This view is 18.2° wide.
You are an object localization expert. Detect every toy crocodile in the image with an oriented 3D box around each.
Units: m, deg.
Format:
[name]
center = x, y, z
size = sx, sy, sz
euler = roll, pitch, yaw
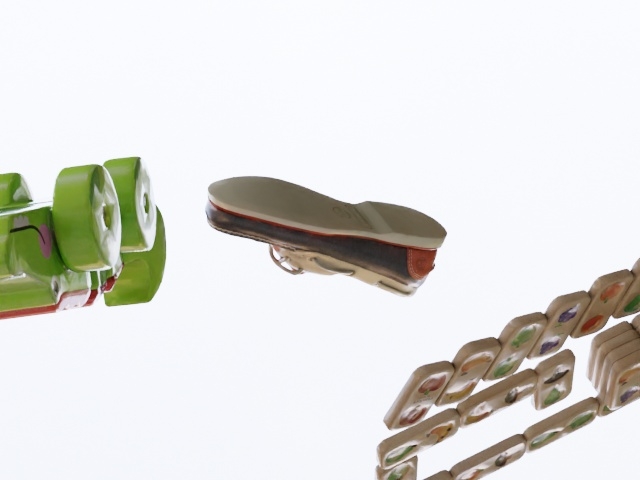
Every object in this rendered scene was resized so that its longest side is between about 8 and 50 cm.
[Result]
[toy crocodile]
center = -0.174, 0.006, 1.278
size = 0.115, 0.340, 0.105
euler = -7, -87, 7

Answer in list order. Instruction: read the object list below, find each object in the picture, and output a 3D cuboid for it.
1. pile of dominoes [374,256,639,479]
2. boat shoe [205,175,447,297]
[pile of dominoes]
center = 0.152, 0.101, 1.285
size = 0.251, 0.196, 0.040
euler = -25, -120, -14
[boat shoe]
center = 0.000, 0.000, 1.007
size = 0.137, 0.049, 0.043
euler = 10, -61, -31
